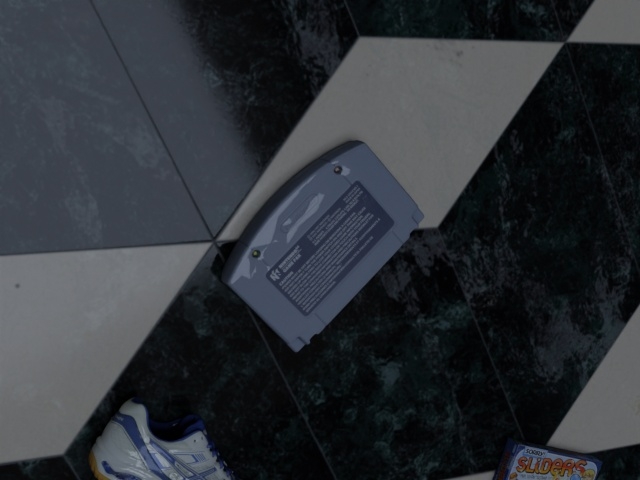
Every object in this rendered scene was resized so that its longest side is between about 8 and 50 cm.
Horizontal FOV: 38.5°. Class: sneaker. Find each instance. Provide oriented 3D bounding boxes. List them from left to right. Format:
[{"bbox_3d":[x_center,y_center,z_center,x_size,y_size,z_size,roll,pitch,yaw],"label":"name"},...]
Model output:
[{"bbox_3d":[-0.180,0.329,1.335,0.297,0.112,0.130,29,89,-26],"label":"sneaker"}]

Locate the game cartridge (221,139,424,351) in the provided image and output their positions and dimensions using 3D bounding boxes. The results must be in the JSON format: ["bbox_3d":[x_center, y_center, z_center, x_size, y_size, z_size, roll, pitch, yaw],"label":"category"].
[{"bbox_3d":[0.000,0.000,1.373,0.294,0.060,0.196,-46,118,-8],"label":"game cartridge"}]

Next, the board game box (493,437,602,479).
[{"bbox_3d":[0.402,0.439,1.651,0.201,0.035,0.136,16,95,-25],"label":"board game box"}]
